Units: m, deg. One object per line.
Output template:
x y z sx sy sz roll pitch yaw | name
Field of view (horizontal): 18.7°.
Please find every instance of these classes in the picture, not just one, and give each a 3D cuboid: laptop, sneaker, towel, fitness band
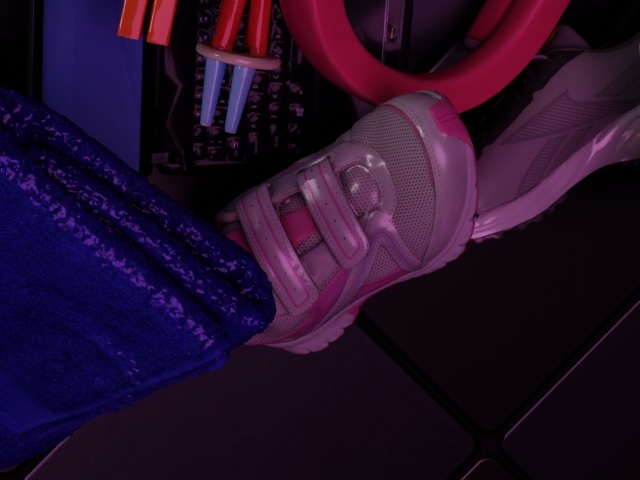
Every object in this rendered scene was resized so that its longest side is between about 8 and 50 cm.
-0.053 -0.136 1.193 0.264 0.136 0.234 0 108 -14 | laptop
0.000 0.000 1.206 0.111 0.103 0.252 -9 152 -43 | sneaker
-0.200 0.045 1.143 0.227 0.076 0.308 36 137 -25 | towel
0.140 -0.076 1.310 0.271 0.100 0.108 -29 105 -14 | sneaker
0.087 -0.220 1.229 0.209 0.054 0.291 28 89 -37 | fitness band

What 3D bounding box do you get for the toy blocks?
-0.070 -0.139 1.132 0.123 0.054 0.148 1 105 -41 | toy blocks
